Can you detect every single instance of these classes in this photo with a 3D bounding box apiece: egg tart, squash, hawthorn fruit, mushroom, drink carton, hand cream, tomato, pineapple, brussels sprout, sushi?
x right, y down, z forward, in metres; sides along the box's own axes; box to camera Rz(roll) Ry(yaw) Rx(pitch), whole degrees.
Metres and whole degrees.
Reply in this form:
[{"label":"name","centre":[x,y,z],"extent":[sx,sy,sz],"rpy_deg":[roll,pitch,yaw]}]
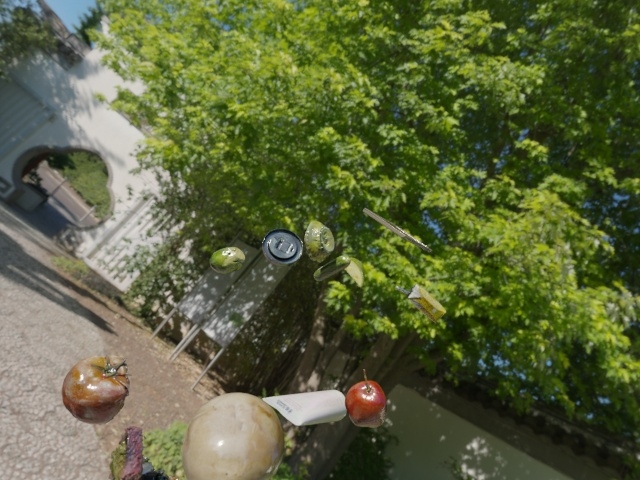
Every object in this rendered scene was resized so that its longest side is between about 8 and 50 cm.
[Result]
[{"label":"egg tart","centre":[0.000,0.000,1.818],"extent":[0.078,0.197,0.197],"rpy_deg":[-13,-45,28]},{"label":"squash","centre":[0.207,0.185,2.489],"extent":[0.170,0.093,0.252],"rpy_deg":[30,15,1]},{"label":"hawthorn fruit","centre":[0.168,0.561,1.434],"extent":[0.163,0.163,0.203],"rpy_deg":[30,-43,25]},{"label":"mushroom","centre":[-0.250,0.612,1.176],"extent":[0.293,0.293,0.289],"rpy_deg":[30,-51,25]},{"label":"drink carton","centre":[0.385,0.223,1.564],"extent":[0.200,0.074,0.084],"rpy_deg":[43,8,-4]},{"label":"hand cream","centre":[-0.037,0.633,1.527],"extent":[0.186,0.117,0.359],"rpy_deg":[21,0,41]},{"label":"tomato","centre":[-0.705,0.447,1.251],"extent":[0.155,0.180,0.214],"rpy_deg":[36,3,-44]},{"label":"squash","centre":[0.053,0.134,1.926],"extent":[0.066,0.066,0.229],"rpy_deg":[43,-50,-16]},{"label":"pineapple","centre":[-0.713,1.129,1.813],"extent":[0.357,0.223,0.223],"rpy_deg":[52,-17,1]},{"label":"brussels sprout","centre":[-0.501,0.109,2.173],"extent":[0.181,0.143,0.162],"rpy_deg":[-35,-52,30]},{"label":"sushi","centre":[-0.781,0.900,1.649],"extent":[0.108,0.241,0.161],"rpy_deg":[22,4,-44]}]

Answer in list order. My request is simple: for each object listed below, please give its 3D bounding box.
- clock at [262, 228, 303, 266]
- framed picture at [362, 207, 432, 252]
[{"label":"clock","centre":[-0.202,0.037,2.153],"extent":[0.215,0.215,0.042],"rpy_deg":[36,-34,6]},{"label":"framed picture","centre":[0.312,-0.035,1.617],"extent":[0.211,0.020,0.290],"rpy_deg":[40,11,35]}]
